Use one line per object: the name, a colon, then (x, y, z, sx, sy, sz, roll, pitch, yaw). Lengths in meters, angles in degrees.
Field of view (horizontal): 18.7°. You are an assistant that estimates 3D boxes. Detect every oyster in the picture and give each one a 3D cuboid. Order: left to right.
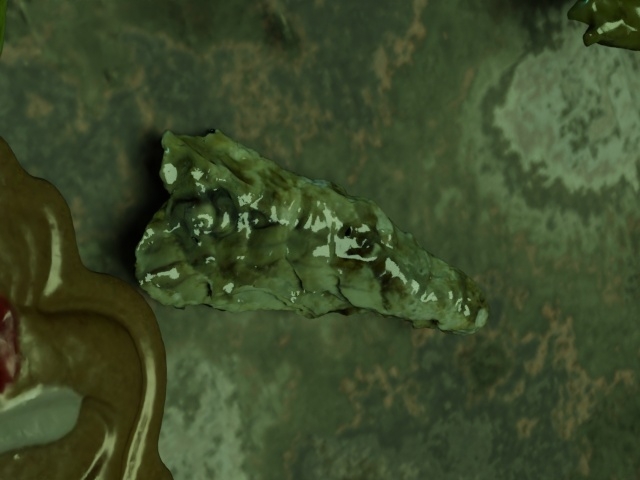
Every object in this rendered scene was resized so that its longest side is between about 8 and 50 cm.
oyster: (-0.003, 0.000, 0.918, 0.200, 0.061, 0.106, -4, 99, -36)

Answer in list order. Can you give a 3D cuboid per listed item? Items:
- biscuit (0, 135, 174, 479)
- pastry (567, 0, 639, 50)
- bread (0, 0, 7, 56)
biscuit: (-0.141, 0.098, 0.844, 0.186, 0.044, 0.295, -28, 114, -33)
pastry: (0.201, -0.229, 1.001, 0.240, 0.132, 0.235, -12, 113, -28)
bread: (-0.189, -0.069, 0.704, 0.156, 0.158, 0.260, 19, 86, -35)
